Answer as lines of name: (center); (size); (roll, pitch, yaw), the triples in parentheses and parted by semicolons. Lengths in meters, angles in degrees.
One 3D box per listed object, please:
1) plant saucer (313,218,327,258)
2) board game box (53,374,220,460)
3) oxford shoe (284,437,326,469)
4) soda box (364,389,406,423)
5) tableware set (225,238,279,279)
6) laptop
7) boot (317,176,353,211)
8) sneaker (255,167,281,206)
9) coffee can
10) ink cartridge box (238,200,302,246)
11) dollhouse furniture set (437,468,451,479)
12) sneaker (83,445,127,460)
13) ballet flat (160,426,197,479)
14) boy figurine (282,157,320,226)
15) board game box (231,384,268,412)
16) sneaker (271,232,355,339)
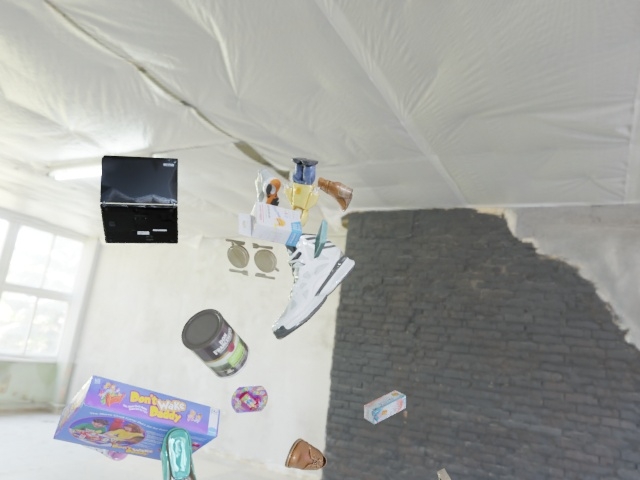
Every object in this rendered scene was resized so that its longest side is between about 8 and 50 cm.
plant saucer: (0.000, 0.000, 1.346); (0.018, 0.067, 0.192); (7, -15, -6)
board game box: (-0.475, 0.481, 1.274); (0.347, 0.078, 0.233); (27, -52, -28)
oxford shoe: (-0.033, 0.579, 1.296); (0.076, 0.076, 0.212); (16, -14, 25)
soda box: (0.260, 0.665, 1.939); (0.183, 0.058, 0.063); (-11, 15, -36)
tableware set: (-0.230, 0.059, 1.657); (0.194, 0.128, 0.039); (9, 25, 22)
laptop: (-0.587, -0.127, 1.590); (0.234, 0.137, 0.264); (0, -47, -15)
boot: (0.058, -0.201, 2.062); (0.152, 0.073, 0.197); (23, -22, 7)
sneaker: (-0.250, -0.227, 2.201); (0.099, 0.121, 0.262); (-23, -26, -29)
coffee can: (-0.465, 0.464, 2.171); (0.201, 0.202, 0.275); (1, -40, 25)
ink cartridge box: (-0.153, -0.054, 1.470); (0.181, 0.104, 0.062); (12, -50, -21)
dollhouse furniture set: (0.364, 0.807, 1.475); (0.123, 0.144, 0.151); (-21, 32, -7)
sneaker: (-0.809, 0.732, 1.780); (0.236, 0.095, 0.104); (33, -34, -1)
ballet flat: (-0.328, 0.565, 1.127); (0.083, 0.247, 0.087); (0, -23, -23)
boy figurine: (-0.084, -0.194, 1.978); (0.177, 0.285, 0.092); (19, 19, 28)
board game box: (-0.319, 0.729, 2.202); (0.168, 0.133, 0.033); (2, 12, -16)
sneaker: (-0.087, 0.144, 1.794); (0.257, 0.447, 0.169); (45, -36, -1)
